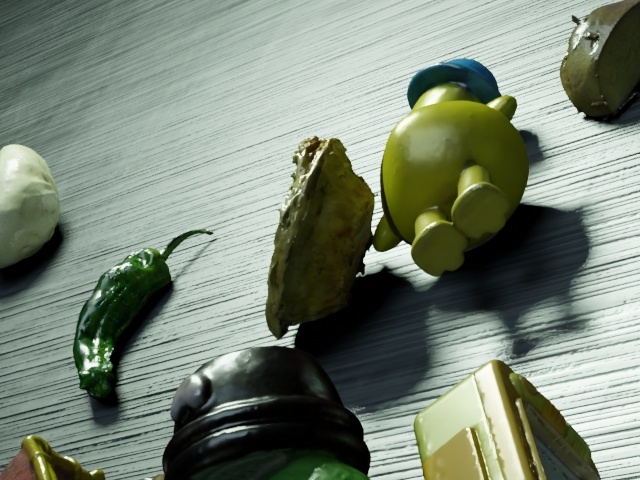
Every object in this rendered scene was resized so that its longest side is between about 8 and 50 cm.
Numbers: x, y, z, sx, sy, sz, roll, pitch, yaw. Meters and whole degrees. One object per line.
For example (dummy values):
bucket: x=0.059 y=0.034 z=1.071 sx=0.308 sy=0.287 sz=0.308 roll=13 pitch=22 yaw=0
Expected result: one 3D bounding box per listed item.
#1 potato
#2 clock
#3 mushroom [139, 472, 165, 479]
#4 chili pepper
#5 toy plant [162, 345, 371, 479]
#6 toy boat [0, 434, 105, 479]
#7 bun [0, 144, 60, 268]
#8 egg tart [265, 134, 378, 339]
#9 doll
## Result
potato: x=0.296 y=-0.211 z=1.880 sx=0.172 sy=0.089 sz=0.100 roll=-47 pitch=24 yaw=-13
clock: x=0.148 y=0.191 z=1.351 sx=0.096 sy=0.143 sz=0.202 roll=-35 pitch=26 yaw=14
mushroom: x=-0.140 y=0.264 z=1.708 sx=0.209 sy=0.072 sz=0.094 roll=-18 pitch=40 yaw=37
chili pepper: x=-0.229 y=0.080 z=2.145 sx=0.122 sy=0.065 sz=0.279 roll=-9 pitch=40 yaw=33
toy plant: x=-0.036 y=0.211 z=1.566 sx=0.218 sy=0.175 sz=0.235 roll=-32 pitch=53 yaw=31
toy boat: x=-0.255 y=0.254 z=1.763 sx=0.099 sy=0.141 sz=0.318 roll=-12 pitch=4 yaw=-5
bun: x=-0.404 y=-0.039 z=2.532 sx=0.183 sy=0.102 sz=0.183 roll=-165 pitch=90 yaw=-76
egg tart: x=0.001 y=0.000 z=1.862 sx=0.090 sy=0.213 sz=0.213 roll=14 pitch=45 yaw=10
doll: x=0.119 y=-0.077 z=1.847 sx=0.199 sy=0.145 sz=0.363 roll=-41 pitch=16 yaw=16
